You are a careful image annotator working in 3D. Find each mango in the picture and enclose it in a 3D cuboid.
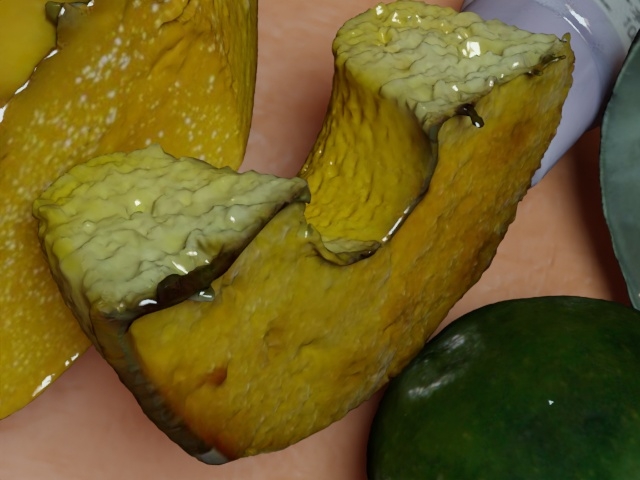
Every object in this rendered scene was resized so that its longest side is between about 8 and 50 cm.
[{"bbox_3d":[-0.130,-0.077,0.481,0.201,0.199,0.350,24,84,-29],"label":"mango"}]

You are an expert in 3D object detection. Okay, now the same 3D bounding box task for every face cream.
[{"bbox_3d":[0.158,-0.143,0.621,0.154,0.096,0.274,47,62,-3],"label":"face cream"}]

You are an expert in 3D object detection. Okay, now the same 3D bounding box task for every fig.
[{"bbox_3d":[0.134,0.121,0.498,0.195,0.245,0.195,-2,95,-22],"label":"fig"}]

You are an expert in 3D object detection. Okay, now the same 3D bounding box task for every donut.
[{"bbox_3d":[-0.003,0.006,0.476,0.101,0.152,0.259,31,47,30],"label":"donut"}]

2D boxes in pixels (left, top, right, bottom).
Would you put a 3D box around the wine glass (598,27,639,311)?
[{"bbox_3d":[0.378,-0.081,0.563,0.406,0.267,0.267,-29,91,-24],"label":"wine glass"}]
